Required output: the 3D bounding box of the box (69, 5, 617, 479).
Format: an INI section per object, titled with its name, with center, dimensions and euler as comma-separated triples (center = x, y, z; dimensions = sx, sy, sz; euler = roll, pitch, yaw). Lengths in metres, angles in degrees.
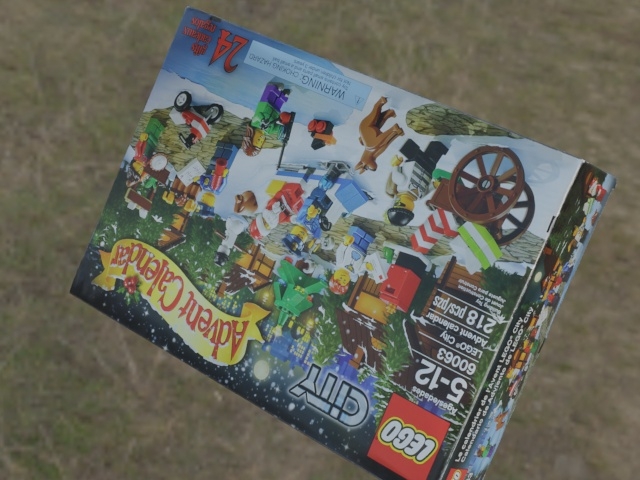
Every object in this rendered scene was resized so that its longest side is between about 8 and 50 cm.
[box]
center = 0.000, 0.000, 0.624
dimensions = 0.233, 0.159, 0.044
euler = 26, 4, 34
